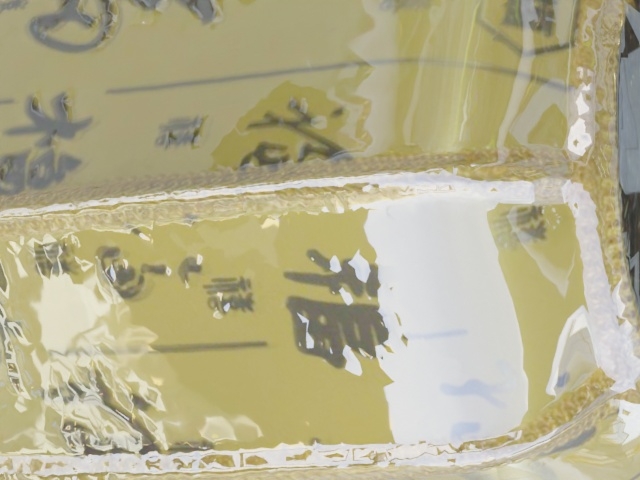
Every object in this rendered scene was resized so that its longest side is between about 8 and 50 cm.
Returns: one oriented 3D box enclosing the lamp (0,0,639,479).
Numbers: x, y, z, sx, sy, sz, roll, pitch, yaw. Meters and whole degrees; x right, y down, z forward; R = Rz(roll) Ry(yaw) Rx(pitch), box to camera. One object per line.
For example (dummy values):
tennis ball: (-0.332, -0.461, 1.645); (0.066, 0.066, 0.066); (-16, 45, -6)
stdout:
lamp: (0.000, 0.000, 0.446); (0.185, 0.161, 0.161); (-8, 99, 27)
